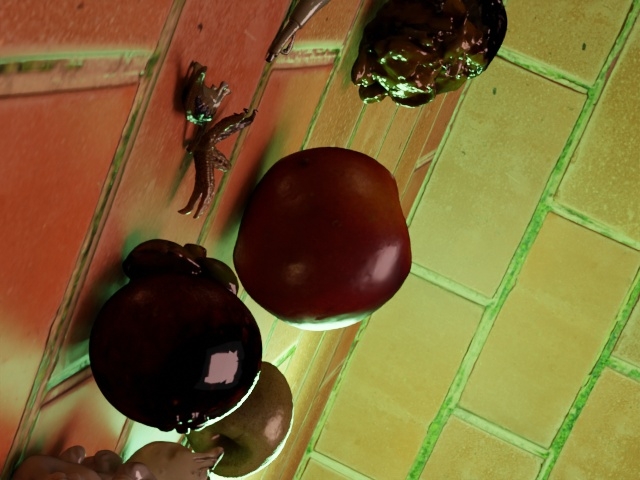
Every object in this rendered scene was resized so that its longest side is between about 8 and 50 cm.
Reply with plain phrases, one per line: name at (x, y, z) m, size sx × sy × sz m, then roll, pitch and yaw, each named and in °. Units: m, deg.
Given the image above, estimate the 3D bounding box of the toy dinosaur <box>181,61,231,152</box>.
toy dinosaur at (-0.108, -0.137, 1.079) m, size 0.180 × 0.037 × 0.058 m, roll 93°, pitch 19°, yaw -68°

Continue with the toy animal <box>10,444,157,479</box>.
toy animal at (-0.245, 0.293, 1.129) m, size 0.178 × 0.127 × 0.193 m, roll -69°, pitch 164°, yaw 14°

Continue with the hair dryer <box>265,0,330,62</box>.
hair dryer at (0.002, -0.306, 1.270) m, size 0.199 × 0.067 × 0.167 m, roll -42°, pitch 151°, yaw -30°

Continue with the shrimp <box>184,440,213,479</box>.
shrimp at (-0.204, 0.365, 1.835) m, size 0.148 × 0.035 × 0.195 m, roll -58°, pitch 162°, yaw -49°

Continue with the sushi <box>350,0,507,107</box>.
sushi at (0.154, -0.294, 1.695) m, size 0.200 × 0.213 × 0.204 m, roll 35°, pitch 65°, yaw -58°

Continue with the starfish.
starfish at (-0.104, -0.099, 1.174) m, size 0.133 × 0.041 × 0.130 m, roll -65°, pitch -178°, yaw -40°

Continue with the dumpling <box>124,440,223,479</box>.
dumpling at (-0.214, 0.327, 1.490) m, size 0.199 × 0.118 × 0.136 m, roll -28°, pitch 168°, yaw -27°

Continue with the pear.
pear at (-0.117, 0.251, 1.645) m, size 0.136 × 0.167 × 0.167 m, roll -72°, pitch 180°, yaw -57°

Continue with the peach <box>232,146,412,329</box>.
peach at (0.000, 0.000, 1.486) m, size 0.199 × 0.243 × 0.243 m, roll -106°, pitch -141°, yaw -76°

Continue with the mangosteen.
mangosteen at (-0.142, 0.090, 1.143) m, size 0.200 × 0.200 × 0.200 m, roll -62°, pitch 170°, yaw -19°
